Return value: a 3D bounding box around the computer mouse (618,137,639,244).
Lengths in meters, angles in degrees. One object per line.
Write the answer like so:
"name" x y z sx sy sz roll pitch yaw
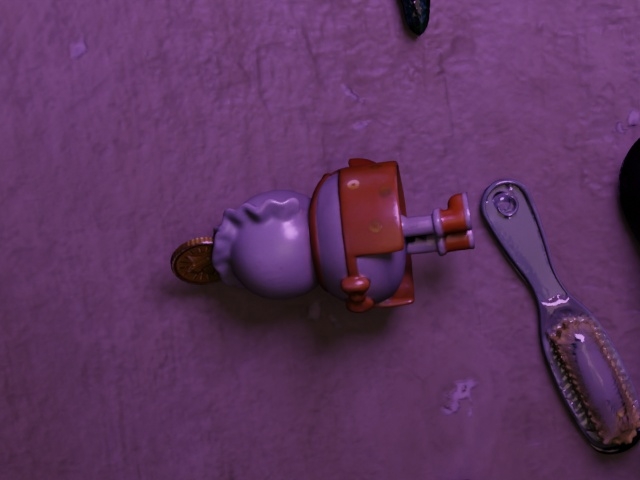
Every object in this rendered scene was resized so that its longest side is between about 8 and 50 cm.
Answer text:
"computer mouse" 0.366 -0.003 1.440 0.137 0.096 0.233 -19 86 -5

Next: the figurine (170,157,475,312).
"figurine" 0.004 0.007 1.390 0.271 0.143 0.143 -20 99 -5

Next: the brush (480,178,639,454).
"brush" 0.231 0.078 1.455 0.068 0.060 0.297 -28 99 1

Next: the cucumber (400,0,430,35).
"cucumber" 0.078 -0.253 1.413 0.032 0.032 0.133 -15 97 -4
